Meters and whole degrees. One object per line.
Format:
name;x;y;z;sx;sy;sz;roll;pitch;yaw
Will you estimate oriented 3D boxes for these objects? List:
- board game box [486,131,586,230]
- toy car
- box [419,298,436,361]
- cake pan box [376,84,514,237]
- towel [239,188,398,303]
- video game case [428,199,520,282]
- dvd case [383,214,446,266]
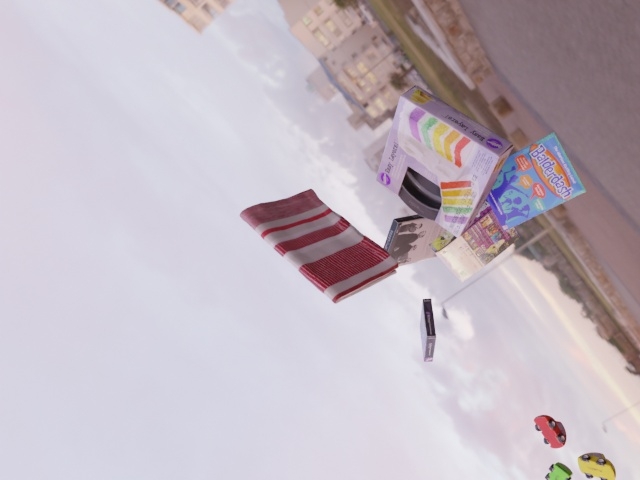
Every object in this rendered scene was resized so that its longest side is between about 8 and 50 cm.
board game box;0.506;-0.140;1.458;0.160;0.210;0.047;62;-158;4
toy car;0.680;0.610;1.656;0.053;0.225;0.239;-24;-135;-35
box;0.296;0.249;1.662;0.162;0.029;0.116;84;-176;-54
cake pan box;0.253;-0.163;1.298;0.245;0.267;0.070;40;-124;19
towel;0.000;0.000;1.407;0.237;0.037;0.329;-22;-127;-43
video game case;0.423;0.002;1.633;0.232;0.210;0.042;37;-164;-51
dvd case;0.292;-0.004;1.841;0.238;0.179;0.029;-11;-139;-35
